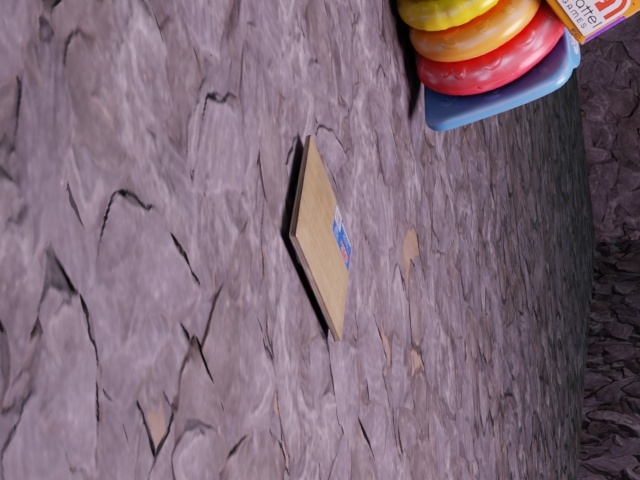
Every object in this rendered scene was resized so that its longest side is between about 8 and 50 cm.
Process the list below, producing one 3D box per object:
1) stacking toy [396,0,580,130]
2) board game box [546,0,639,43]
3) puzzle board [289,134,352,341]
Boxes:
[{"bbox_3d":[0.122,-0.272,1.299,0.302,0.166,0.175,55,24,-35],"label":"stacking toy"},{"bbox_3d":[0.295,-0.483,1.279,0.356,0.356,0.356,48,29,-23],"label":"board game box"},{"bbox_3d":[0.000,0.000,0.995,0.128,0.011,0.096,69,22,-47],"label":"puzzle board"}]
